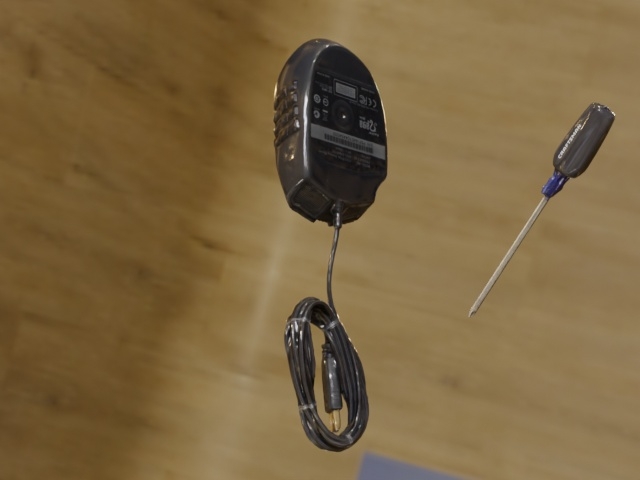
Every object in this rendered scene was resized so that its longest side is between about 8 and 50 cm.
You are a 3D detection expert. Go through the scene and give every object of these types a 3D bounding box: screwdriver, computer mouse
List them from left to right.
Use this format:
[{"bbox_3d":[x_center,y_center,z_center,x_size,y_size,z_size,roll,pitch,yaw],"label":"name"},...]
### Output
[{"bbox_3d":[0.000,0.000,0.943,0.071,0.041,0.242,18,-114,-41],"label":"computer mouse"},{"bbox_3d":[0.141,-0.020,1.103,0.170,0.025,0.024,-54,-24,19],"label":"screwdriver"}]
